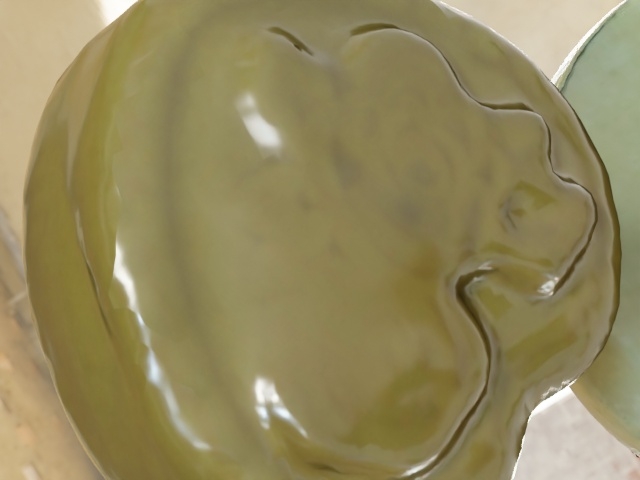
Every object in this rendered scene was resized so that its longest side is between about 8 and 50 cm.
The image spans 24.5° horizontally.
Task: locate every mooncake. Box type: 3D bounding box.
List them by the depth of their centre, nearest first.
[{"bbox_3d":[0.000,0.000,0.561,0.235,0.235,0.117,56,149,-8],"label":"mooncake"}]

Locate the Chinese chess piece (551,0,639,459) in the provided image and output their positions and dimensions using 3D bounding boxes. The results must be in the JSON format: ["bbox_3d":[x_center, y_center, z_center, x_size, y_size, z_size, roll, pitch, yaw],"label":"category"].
[{"bbox_3d":[0.289,-0.009,0.873,0.146,0.349,0.349,75,169,-62],"label":"Chinese chess piece"}]
